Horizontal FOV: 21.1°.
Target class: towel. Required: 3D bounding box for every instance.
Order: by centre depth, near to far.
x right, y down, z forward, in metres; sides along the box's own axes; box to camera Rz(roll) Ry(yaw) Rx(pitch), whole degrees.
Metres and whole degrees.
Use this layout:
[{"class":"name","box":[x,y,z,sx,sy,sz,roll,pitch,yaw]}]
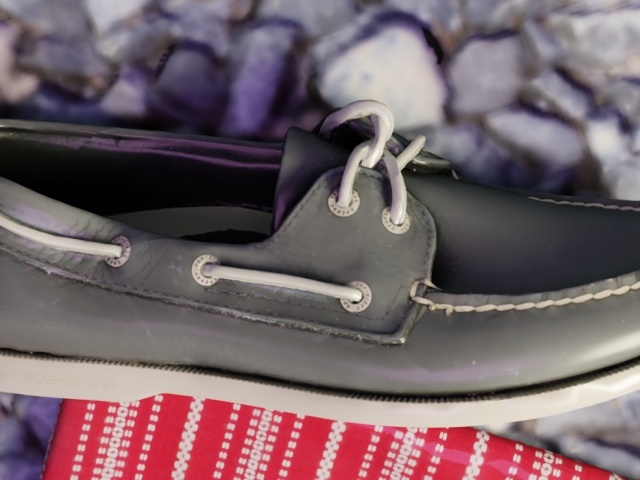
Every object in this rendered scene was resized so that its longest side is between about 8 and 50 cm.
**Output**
[{"class":"towel","box":[0.003,0.158,0.755,0.275,0.031,0.199,17,111,-2]}]

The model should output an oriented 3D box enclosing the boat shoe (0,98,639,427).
[{"class":"boat shoe","box":[0.000,0.000,0.650,0.319,0.116,0.099,0,115,10]}]
